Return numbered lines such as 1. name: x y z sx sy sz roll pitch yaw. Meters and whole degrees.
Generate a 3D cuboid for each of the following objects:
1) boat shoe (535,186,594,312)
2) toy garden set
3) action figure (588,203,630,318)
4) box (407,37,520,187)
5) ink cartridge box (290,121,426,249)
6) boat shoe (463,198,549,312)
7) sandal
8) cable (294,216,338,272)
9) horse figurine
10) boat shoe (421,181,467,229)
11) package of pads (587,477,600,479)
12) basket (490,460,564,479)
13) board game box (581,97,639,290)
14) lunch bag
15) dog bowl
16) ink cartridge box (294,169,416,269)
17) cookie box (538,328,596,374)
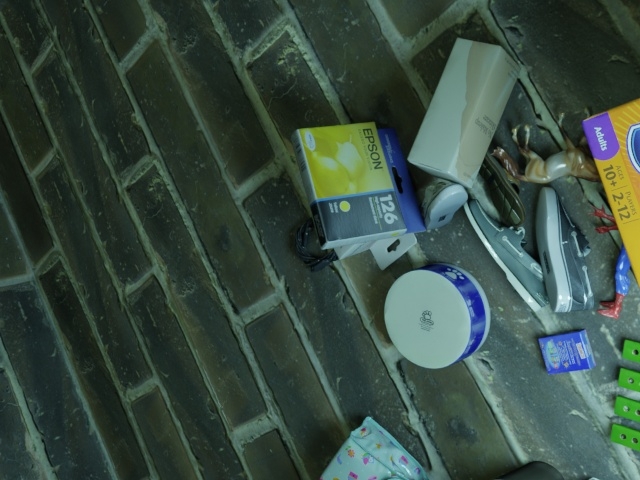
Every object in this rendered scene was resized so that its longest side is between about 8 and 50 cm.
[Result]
1. boat shoe: 0.559 0.017 1.762 0.108 0.102 0.301 89 178 -64
2. toy garden set: 0.762 0.356 1.706 0.204 0.049 0.244 14 105 39
3. action figure: 0.639 0.018 1.711 0.139 0.091 0.280 20 110 19
4. box: 0.336 -0.296 1.816 0.121 0.148 0.311 23 93 36
5. ink cartridge box: 0.107 -0.149 1.962 0.072 0.307 0.303 135 122 -65
6. boat shoe: 0.461 0.017 1.868 0.099 0.116 0.319 -36 72 13
7. sandal: 0.440 -0.141 1.873 0.219 0.060 0.090 62 160 14
8. cable: 0.000 0.000 2.273 0.184 0.047 0.150 -38 69 39
9. horse figurine: 0.532 -0.196 1.778 0.263 0.066 0.174 -14 91 30
10. boat shoe: 0.290 -0.100 1.912 0.258 0.095 0.084 110 141 -72
11. package of pads: 0.564 0.686 1.759 0.101 0.297 0.229 32 116 33
12. basket: 0.488 0.630 1.858 0.154 0.227 0.204 6 100 39
13. board game box: 0.725 -0.104 1.408 0.356 0.356 0.356 -20 85 25
14. lunch bag: 0.157 0.675 2.185 0.262 0.160 0.223 39 117 15
15. dog bowl: 0.300 0.195 2.016 0.265 0.104 0.264 8 103 38
16. ink cartridge box: 0.091 -0.091 2.101 0.353 0.119 0.207 61 144 13
17. cookie box: 0.584 0.264 1.837 0.107 0.040 0.091 -17 86 40
